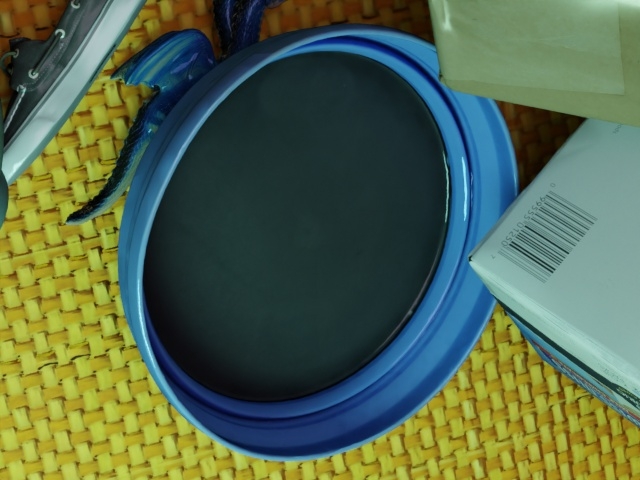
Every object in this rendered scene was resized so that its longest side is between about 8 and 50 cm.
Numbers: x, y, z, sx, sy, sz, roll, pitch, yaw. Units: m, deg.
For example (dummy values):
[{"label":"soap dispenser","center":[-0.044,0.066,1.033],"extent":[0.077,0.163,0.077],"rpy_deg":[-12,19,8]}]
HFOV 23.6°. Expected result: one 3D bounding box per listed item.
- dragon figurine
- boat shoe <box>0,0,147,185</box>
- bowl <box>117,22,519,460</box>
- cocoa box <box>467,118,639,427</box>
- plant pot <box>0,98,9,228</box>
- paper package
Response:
[{"label":"dragon figurine","center":[-0.126,-0.134,1.326],"extent":[0.289,0.085,0.144],"rpy_deg":[-32,106,-12]},{"label":"boat shoe","center":[-0.229,-0.153,1.297],"extent":[0.076,0.080,0.228],"rpy_deg":[34,89,-5]},{"label":"bowl","center":[0.000,0.000,1.340],"extent":[0.391,0.077,0.391],"rpy_deg":[-12,113,-30]},{"label":"cocoa box","center":[0.353,-0.007,1.389],"extent":[0.347,0.231,0.228],"rpy_deg":[-50,143,-6]},{"label":"plant pot","center":[-0.363,-0.062,1.179],"extent":[0.293,0.293,0.196],"rpy_deg":[-40,135,-9]},{"label":"paper package","center":[0.291,-0.248,1.270],"extent":[0.168,0.324,0.309],"rpy_deg":[82,28,-47]}]
